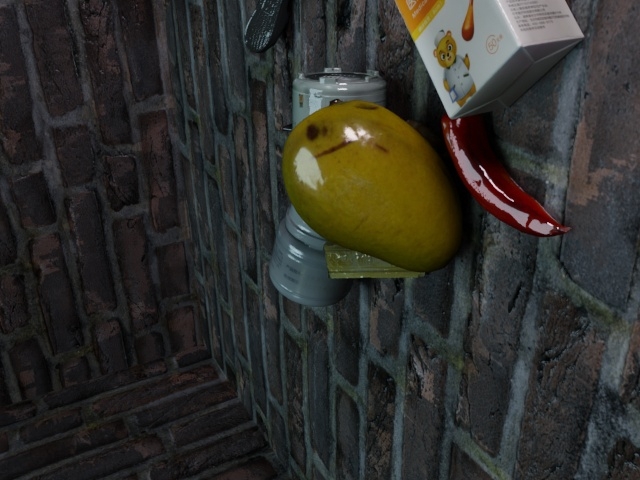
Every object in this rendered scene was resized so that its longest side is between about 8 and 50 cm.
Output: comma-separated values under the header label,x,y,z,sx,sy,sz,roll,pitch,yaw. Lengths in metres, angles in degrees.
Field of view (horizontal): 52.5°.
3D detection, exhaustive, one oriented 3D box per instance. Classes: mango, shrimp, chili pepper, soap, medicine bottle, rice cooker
label,x,y,z,sx,sy,sz,roll,pitch,yaw
mango,0.120,-0.095,1.361,0.445,0.301,0.220,45,-170,-11
shrimp,0.230,-0.206,1.425,0.180,0.041,0.099,39,140,50
chili pepper,0.325,-0.145,1.228,0.369,0.091,0.137,60,139,14
soap,0.132,0.046,1.597,0.251,0.037,0.092,-2,108,21
medicine bottle,0.000,0.000,1.775,0.245,0.245,0.306,51,137,41
rice cooker,0.045,-0.285,1.542,0.280,0.241,0.227,8,113,20

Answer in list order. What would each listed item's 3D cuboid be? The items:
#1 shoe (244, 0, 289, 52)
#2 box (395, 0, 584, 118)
label,x,y,z,sx,sy,sz,roll,pitch,yaw
shoe,-0.132,-0.657,1.893,0.108,0.093,0.241,41,119,26
box,0.263,-0.418,1.121,0.341,0.143,0.225,68,154,13
